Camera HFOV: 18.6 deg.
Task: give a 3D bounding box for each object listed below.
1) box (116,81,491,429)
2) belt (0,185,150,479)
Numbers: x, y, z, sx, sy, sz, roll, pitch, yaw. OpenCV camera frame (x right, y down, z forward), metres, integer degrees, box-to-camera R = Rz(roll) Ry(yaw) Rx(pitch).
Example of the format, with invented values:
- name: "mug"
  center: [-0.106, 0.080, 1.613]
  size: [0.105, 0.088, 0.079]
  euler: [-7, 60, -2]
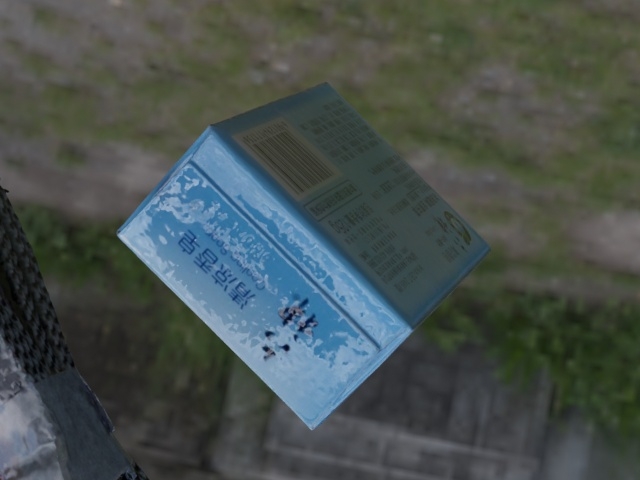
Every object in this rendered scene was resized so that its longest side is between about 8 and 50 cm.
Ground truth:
- name: "box"
  center: [0.000, 0.000, 1.061]
  size: [0.142, 0.083, 0.232]
  euler: [44, -164, 3]
- name: "belt"
  center: [-0.163, 0.101, 1.047]
  size: [0.094, 0.360, 0.126]
  euler: [-30, 175, 31]
